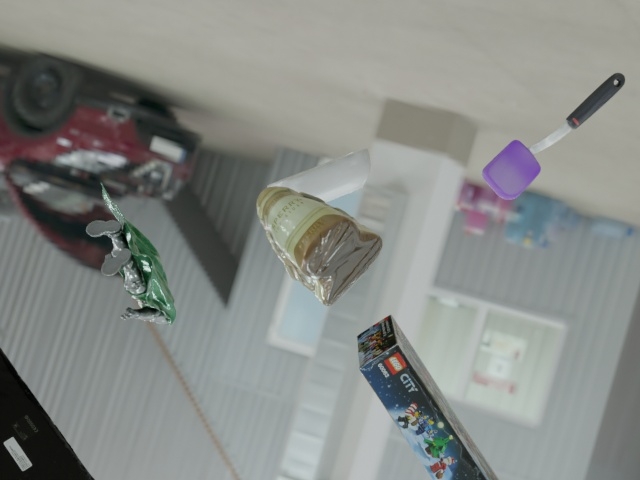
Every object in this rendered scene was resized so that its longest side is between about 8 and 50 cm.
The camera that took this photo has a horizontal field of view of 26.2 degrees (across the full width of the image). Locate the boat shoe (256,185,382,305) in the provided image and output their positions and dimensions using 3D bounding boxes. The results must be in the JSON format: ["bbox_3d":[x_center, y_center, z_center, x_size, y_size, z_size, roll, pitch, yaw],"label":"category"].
[{"bbox_3d":[0.000,0.000,1.574,0.089,0.104,0.285,40,174,17],"label":"boat shoe"}]

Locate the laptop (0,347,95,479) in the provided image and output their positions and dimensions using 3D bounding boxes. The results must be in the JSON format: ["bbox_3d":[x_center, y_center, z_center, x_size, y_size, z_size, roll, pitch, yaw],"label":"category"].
[{"bbox_3d":[-0.385,0.282,1.400,0.234,0.264,0.136,54,143,4],"label":"laptop"}]

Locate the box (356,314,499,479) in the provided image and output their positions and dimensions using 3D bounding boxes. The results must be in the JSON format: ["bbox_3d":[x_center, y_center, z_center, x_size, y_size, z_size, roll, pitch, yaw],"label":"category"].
[{"bbox_3d":[0.115,0.189,1.309,0.233,0.044,0.159,57,-175,-6],"label":"box"}]

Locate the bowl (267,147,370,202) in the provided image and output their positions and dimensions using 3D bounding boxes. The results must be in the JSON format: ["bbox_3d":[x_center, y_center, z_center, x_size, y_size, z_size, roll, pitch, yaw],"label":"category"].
[{"bbox_3d":[0.003,-0.081,1.929,0.142,0.053,0.142,-22,-177,-10],"label":"bowl"}]

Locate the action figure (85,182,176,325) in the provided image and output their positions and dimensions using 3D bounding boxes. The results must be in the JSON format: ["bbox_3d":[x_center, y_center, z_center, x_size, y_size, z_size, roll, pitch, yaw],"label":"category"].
[{"bbox_3d":[-0.200,0.042,1.519,0.064,0.137,0.232,-22,158,-1],"label":"action figure"}]

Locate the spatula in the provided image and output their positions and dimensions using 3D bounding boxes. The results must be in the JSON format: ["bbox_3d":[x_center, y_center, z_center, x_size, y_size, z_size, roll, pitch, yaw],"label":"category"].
[{"bbox_3d":[0.409,-0.185,2.368,0.084,0.296,0.030,48,-173,-19],"label":"spatula"}]
